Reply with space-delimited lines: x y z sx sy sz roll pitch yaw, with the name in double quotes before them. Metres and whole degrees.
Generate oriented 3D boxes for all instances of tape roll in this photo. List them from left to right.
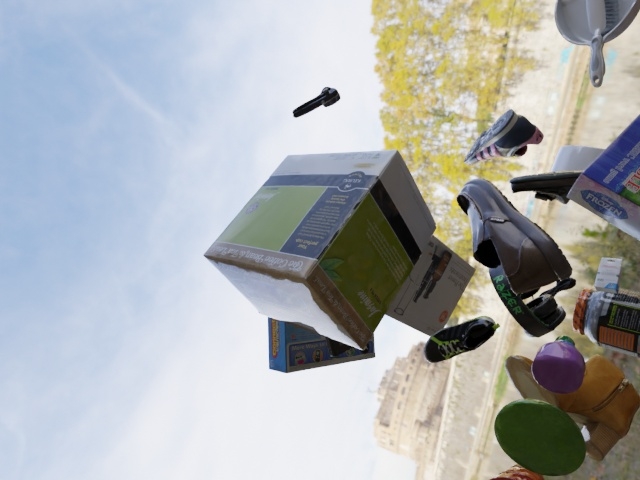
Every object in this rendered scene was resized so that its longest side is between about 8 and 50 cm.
"tape roll" 0.876 -0.207 1.443 0.286 0.287 0.100 4 -75 -66

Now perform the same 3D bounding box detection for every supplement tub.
"supplement tub" 0.945 0.249 1.375 0.194 0.316 0.193 -14 -70 -43

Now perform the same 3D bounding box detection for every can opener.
"can opener" -0.017 -0.491 1.661 0.073 0.186 0.059 61 -174 -33

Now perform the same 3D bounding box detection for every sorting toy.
"sorting toy" 0.358 0.306 0.750 0.126 0.127 0.364 -28 -53 -51

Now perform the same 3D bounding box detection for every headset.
"headset" 0.651 0.157 1.393 0.394 0.185 0.243 12 -132 -51

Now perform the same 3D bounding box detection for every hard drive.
"hard drive" 0.047 0.182 1.051 0.094 0.022 0.135 -17 -84 -31

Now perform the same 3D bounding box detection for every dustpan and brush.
"dustpan and brush" 0.449 -0.343 0.742 0.061 0.147 0.210 1 -96 -34

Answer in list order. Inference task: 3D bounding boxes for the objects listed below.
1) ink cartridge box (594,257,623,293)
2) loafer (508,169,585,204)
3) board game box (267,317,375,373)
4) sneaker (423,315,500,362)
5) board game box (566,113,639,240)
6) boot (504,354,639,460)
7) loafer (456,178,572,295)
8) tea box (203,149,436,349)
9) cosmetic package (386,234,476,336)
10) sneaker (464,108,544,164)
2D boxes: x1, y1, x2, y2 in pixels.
"ink cartridge box" 0.719 0.086 1.150 0.028 0.048 0.083 38 -111 -39
"loafer" 0.555 -0.113 1.002 0.096 0.268 0.084 -20 -76 -63
"board game box" 0.005 0.183 1.258 0.309 0.086 0.301 3 -97 -38
"sneaker" 0.397 0.283 1.323 0.235 0.084 0.097 -34 -4 15
"board game box" 0.631 -0.090 0.736 0.319 0.318 0.065 -40 -26 -20
"boot" 0.588 0.328 1.073 0.211 0.295 0.104 -38 -11 -28
"loafer" 0.369 -0.018 0.988 0.134 0.130 0.365 48 -168 -26
"tea box" 0.000 0.000 0.956 0.323 0.329 0.220 -53 -53 -24
"cosmetic package" 0.327 0.139 1.496 0.377 0.097 0.284 30 -90 -42
"sneaker" 0.550 -0.282 1.418 0.112 0.131 0.319 -61 1 -7
